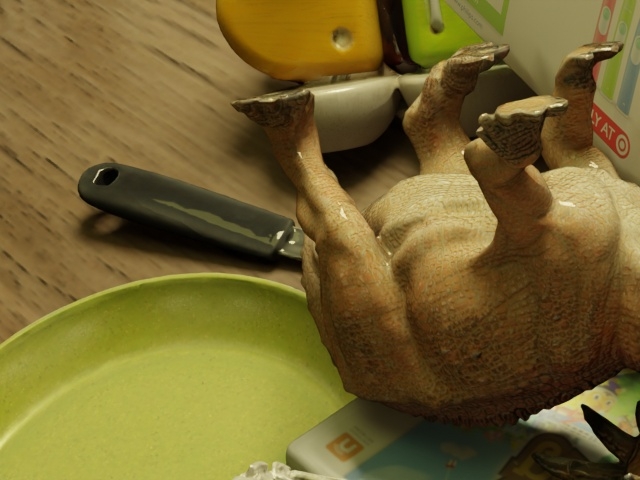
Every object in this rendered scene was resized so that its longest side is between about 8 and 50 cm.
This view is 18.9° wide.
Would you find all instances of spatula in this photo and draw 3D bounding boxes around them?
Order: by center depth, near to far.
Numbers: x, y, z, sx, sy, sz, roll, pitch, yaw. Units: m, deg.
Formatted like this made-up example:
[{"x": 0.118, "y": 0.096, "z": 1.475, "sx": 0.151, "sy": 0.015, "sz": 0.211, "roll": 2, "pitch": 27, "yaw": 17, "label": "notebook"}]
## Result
[{"x": 0.000, "y": 0.000, "z": 0.949, "sx": 0.296, "sy": 0.030, "sz": 0.084, "roll": 12, "pitch": 54, "yaw": 29, "label": "spatula"}]

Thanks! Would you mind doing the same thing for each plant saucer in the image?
[{"x": -0.077, "y": 0.114, "z": 0.857, "sx": 0.241, "sy": 0.037, "sz": 0.241, "roll": -11, "pitch": 44, "yaw": 10, "label": "plant saucer"}]

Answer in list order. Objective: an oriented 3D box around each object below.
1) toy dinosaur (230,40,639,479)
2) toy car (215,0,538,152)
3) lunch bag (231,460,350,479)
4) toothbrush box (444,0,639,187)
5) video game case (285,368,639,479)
[{"x": 0.068, "y": 0.031, "z": 0.757, "sx": 0.127, "sy": 0.200, "sz": 0.295, "roll": -20, "pitch": 17, "yaw": -38, "label": "toy dinosaur"}, {"x": 0.042, "y": -0.134, "z": 1.008, "sx": 0.182, "sy": 0.159, "sz": 0.136, "roll": -6, "pitch": 8, "yaw": 16, "label": "toy car"}, {"x": 0.079, "y": 0.196, "z": 0.579, "sx": 0.305, "sy": 0.212, "sz": 0.256, "roll": -1, "pitch": 51, "yaw": 21, "label": "lunch bag"}, {"x": 0.221, "y": -0.136, "z": 0.868, "sx": 0.283, "sy": 0.122, "sz": 0.206, "roll": -8, "pitch": 37, "yaw": -26, "label": "toothbrush box"}, {"x": 0.125, "y": 0.097, "z": 0.779, "sx": 0.193, "sy": 0.023, "sz": 0.212, "roll": -33, "pitch": 50, "yaw": -24, "label": "video game case"}]
